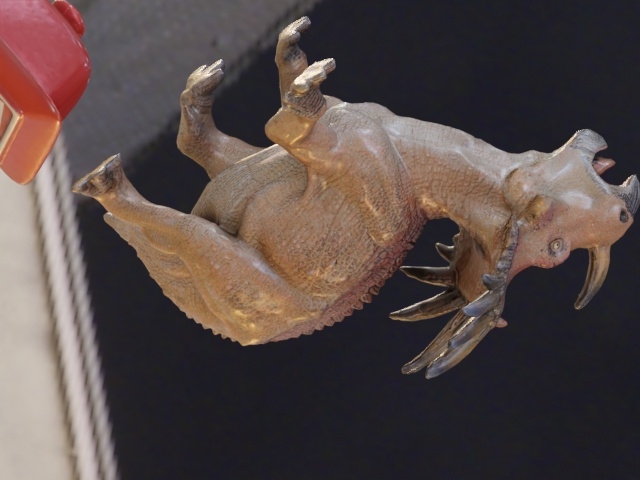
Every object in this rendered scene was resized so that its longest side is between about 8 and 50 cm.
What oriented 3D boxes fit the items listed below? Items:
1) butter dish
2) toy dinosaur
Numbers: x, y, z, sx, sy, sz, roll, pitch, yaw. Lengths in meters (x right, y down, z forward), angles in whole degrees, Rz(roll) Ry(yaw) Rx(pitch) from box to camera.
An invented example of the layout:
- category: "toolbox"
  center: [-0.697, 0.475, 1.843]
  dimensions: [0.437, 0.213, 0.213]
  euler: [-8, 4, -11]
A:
- category: "butter dish"
  center: [-0.235, -0.147, 1.514]
  dimensions: [0.160, 0.118, 0.160]
  euler: [50, -28, 2]
- category: "toy dinosaur"
  center: [0.000, 0.000, 1.028]
  dimensions: [0.296, 0.200, 0.127]
  euler: [-22, -159, 32]
